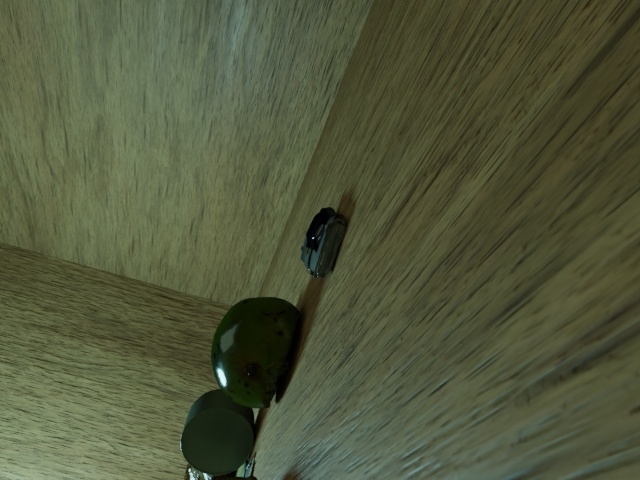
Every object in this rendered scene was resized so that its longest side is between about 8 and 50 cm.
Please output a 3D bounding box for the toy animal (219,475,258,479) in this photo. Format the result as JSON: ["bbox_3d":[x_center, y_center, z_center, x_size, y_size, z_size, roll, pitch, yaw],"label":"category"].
[{"bbox_3d":[-0.219,0.644,1.055,0.180,0.181,0.362,-68,2,-56],"label":"toy animal"}]

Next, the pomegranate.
[{"bbox_3d":[-0.194,0.291,1.431,0.358,0.216,0.309,-105,30,-76],"label":"pomegranate"}]

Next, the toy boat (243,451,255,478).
[{"bbox_3d":[-0.210,0.686,1.433,0.149,0.034,0.105,-63,2,-17],"label":"toy boat"}]

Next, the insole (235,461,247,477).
[{"bbox_3d":[-0.263,0.763,1.650,0.248,0.011,0.081,123,161,-64],"label":"insole"}]

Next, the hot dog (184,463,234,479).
[{"bbox_3d":[-0.410,0.840,1.908,0.387,0.175,0.266,-108,38,-77],"label":"hot dog"}]

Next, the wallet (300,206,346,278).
[{"bbox_3d":[0.000,0.000,1.249,0.231,0.070,0.170,-125,57,-78],"label":"wallet"}]

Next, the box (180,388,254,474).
[{"bbox_3d":[-0.328,0.617,1.632,0.149,0.226,0.226,-131,58,-80],"label":"box"}]
